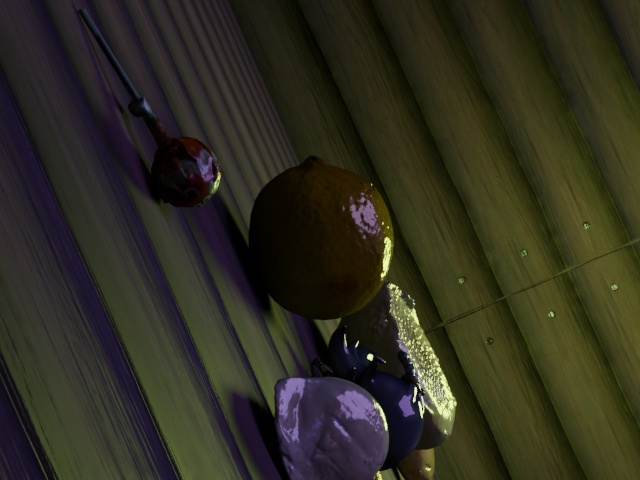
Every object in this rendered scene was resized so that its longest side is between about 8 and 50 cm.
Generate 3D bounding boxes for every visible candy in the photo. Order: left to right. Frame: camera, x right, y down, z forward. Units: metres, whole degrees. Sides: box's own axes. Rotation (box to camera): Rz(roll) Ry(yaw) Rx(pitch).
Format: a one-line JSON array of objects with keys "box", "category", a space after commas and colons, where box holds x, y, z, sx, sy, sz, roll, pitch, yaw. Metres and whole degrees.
[{"box": [-0.223, -0.164, 1.264, 0.084, 0.078, 0.287, -32, 88, -48], "category": "candy"}]

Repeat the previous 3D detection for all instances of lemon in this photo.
[{"box": [0.001, 0.001, 1.730, 0.267, 0.267, 0.267, -24, 90, -85], "category": "lemon"}]

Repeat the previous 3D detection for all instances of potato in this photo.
[{"box": [0.218, 0.479, 2.510, 0.161, 0.128, 0.234, 55, 16, -45], "category": "potato"}]

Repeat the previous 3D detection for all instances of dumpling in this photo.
[{"box": [0.012, 0.270, 1.326, 0.252, 0.131, 0.179, 44, 45, -54], "category": "dumpling"}]

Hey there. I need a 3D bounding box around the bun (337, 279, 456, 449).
[{"box": [0.136, 0.276, 2.161, 0.364, 0.202, 0.364, 61, 13, -24], "category": "bun"}]

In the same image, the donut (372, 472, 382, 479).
[{"box": [0.046, 0.349, 1.600, 0.162, 0.065, 0.178, -95, 161, -75], "category": "donut"}]

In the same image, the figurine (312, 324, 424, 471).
[{"box": [0.081, 0.279, 1.807, 0.175, 0.197, 0.265, 15, 43, -35], "category": "figurine"}]
